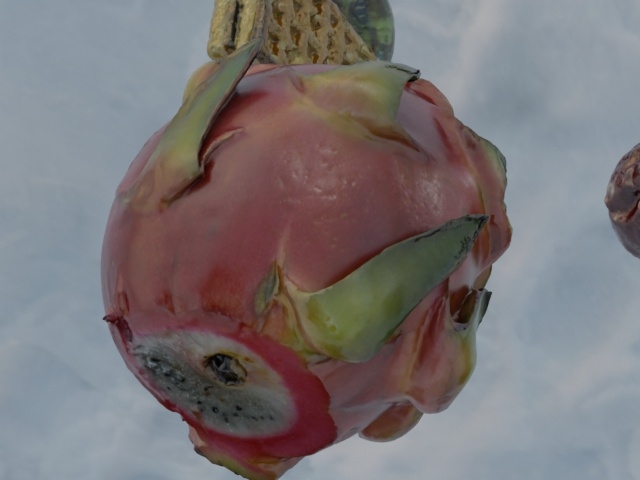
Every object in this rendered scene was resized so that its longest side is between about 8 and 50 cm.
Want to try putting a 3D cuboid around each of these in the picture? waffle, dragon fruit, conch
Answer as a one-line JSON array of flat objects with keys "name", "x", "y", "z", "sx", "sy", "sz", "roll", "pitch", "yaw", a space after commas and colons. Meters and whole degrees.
[{"name": "waffle", "x": -0.016, "y": -0.123, "z": 1.173, "sx": 0.042, "sy": 0.148, "sz": 0.102, "roll": -14, "pitch": 53, "yaw": 28}, {"name": "dragon fruit", "x": -0.003, "y": 0.002, "z": 0.928, "sx": 0.224, "sy": 0.224, "sz": 0.227, "roll": 20, "pitch": 62, "yaw": 17}, {"name": "conch", "x": -0.003, "y": -0.217, "z": 1.849, "sx": 0.181, "sy": 0.124, "sz": 0.187, "roll": -44, "pitch": 61, "yaw": 38}]

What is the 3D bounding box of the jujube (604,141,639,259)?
[{"name": "jujube", "x": 0.365, "y": -0.055, "z": 1.575, "sx": 0.230, "sy": 0.155, "sz": 0.155, "roll": -24, "pitch": 71, "yaw": 46}]
